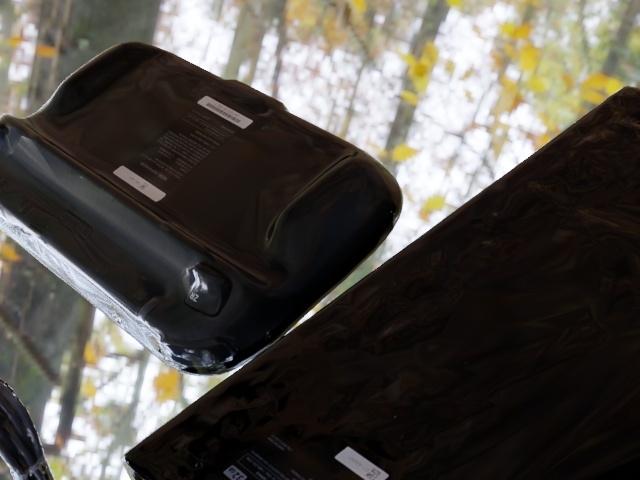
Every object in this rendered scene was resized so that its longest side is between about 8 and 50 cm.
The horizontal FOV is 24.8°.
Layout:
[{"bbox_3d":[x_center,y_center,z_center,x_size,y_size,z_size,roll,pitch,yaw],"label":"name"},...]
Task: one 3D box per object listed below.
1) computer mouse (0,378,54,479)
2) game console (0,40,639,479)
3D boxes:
[{"bbox_3d":[-0.110,0.107,0.499,0.071,0.242,0.041,32,-127,10],"label":"computer mouse"},{"bbox_3d":[0.000,0.000,0.498,0.213,0.044,0.361,-35,-141,-21],"label":"game console"}]
